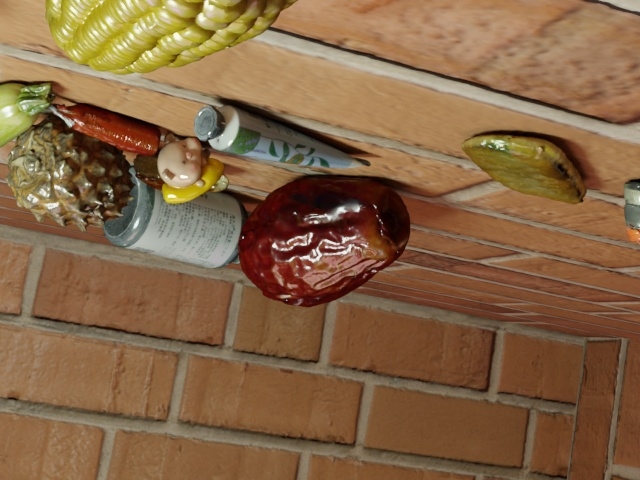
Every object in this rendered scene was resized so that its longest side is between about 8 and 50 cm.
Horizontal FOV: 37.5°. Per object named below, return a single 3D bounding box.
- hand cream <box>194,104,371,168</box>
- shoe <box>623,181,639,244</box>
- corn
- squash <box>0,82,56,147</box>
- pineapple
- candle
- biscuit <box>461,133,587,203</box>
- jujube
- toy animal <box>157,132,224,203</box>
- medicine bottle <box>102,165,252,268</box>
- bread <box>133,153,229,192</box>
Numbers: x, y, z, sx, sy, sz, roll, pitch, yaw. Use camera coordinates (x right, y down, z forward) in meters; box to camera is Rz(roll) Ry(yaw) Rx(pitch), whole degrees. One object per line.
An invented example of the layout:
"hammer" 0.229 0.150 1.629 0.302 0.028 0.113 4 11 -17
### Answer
"hand cream" -0.046 -0.121 1.163 0.088 0.055 0.256 8 180 42
"shoe" 0.428 -0.018 1.196 0.074 0.077 0.194 4 170 33
"corn" -0.095 -0.168 0.560 0.130 0.130 0.347 13 174 -26
"squash" -0.405 -0.164 1.199 0.224 0.094 0.094 -11 161 43
"pineapple" -0.337 -0.089 1.332 0.166 0.166 0.193 5 174 30
"candle" -0.284 -0.146 1.239 0.162 0.048 0.053 17 139 -38
"biscuit" 0.246 -0.086 1.118 0.118 0.029 0.247 13 175 26
"jujube" 0.000 0.000 1.443 0.290 0.197 0.197 -17 157 39
"toy animal" -0.186 -0.113 1.314 0.091 0.114 0.082 -14 132 11
"medicine bottle" -0.230 -0.030 1.674 0.293 0.141 0.141 17 169 -41
"bread" -0.206 -0.100 1.459 0.136 0.054 0.154 9 178 11
